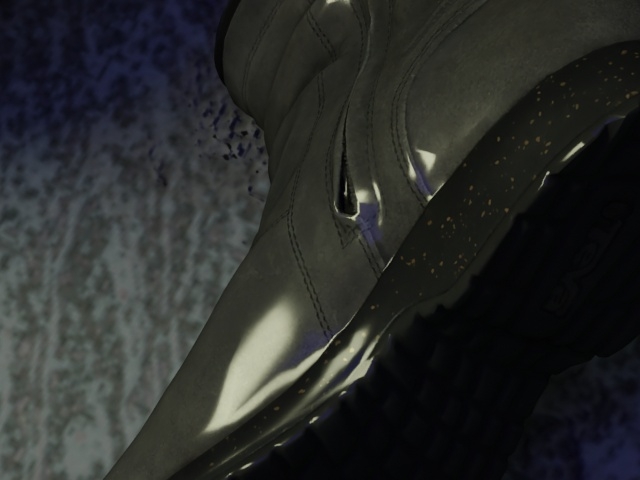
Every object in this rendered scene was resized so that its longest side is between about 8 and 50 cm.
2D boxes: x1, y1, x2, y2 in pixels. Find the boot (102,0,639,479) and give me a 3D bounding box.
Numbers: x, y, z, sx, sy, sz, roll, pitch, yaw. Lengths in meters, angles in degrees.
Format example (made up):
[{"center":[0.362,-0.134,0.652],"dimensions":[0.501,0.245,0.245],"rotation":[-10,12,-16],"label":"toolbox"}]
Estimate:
[{"center":[0.000,0.000,0.681],"dimensions":[0.338,0.118,0.222],"rotation":[-43,43,17],"label":"boot"}]
